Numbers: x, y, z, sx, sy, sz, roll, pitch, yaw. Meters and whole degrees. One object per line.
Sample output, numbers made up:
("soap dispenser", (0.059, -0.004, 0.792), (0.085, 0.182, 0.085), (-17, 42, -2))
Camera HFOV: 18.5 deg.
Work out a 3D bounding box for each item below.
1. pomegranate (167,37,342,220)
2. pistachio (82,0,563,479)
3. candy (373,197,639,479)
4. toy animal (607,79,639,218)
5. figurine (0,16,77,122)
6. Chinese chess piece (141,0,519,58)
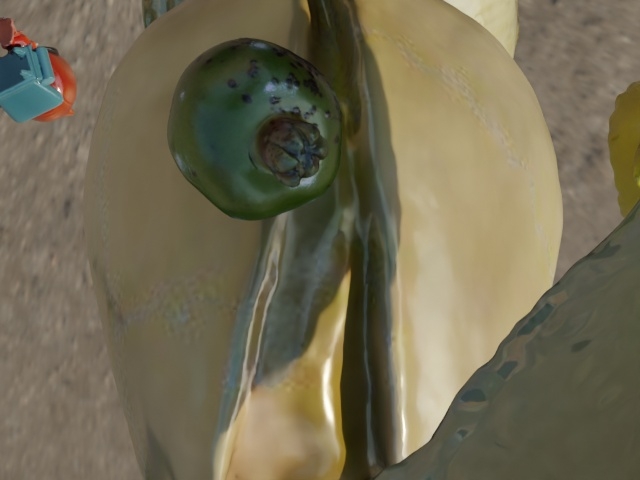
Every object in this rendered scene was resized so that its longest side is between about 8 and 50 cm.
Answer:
("pomegranate", (-0.024, -0.046, 0.765), (0.073, 0.084, 0.073), (3, 76, -12))
("pistachio", (0.000, 0.000, 0.922), (0.229, 0.238, 0.321), (0, 58, 2))
("candy", (0.134, 0.098, 0.626), (0.320, 0.179, 0.135), (-48, 126, -2))
("toy animal", (0.317, -0.034, 1.497), (0.156, 0.156, 0.230), (-44, 114, 4))
("figurine", (-0.250, -0.139, 1.705), (0.068, 0.140, 0.075), (-25, 74, 12))
("Chinese chess piece", (0.005, -0.149, 1.291), (0.257, 0.104, 0.257), (14, 118, 28))
